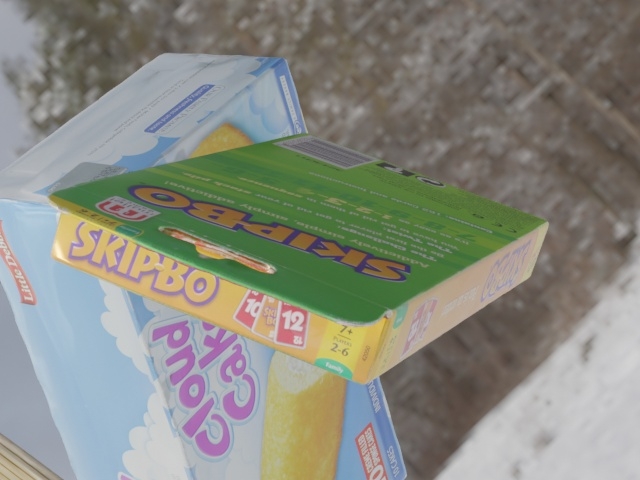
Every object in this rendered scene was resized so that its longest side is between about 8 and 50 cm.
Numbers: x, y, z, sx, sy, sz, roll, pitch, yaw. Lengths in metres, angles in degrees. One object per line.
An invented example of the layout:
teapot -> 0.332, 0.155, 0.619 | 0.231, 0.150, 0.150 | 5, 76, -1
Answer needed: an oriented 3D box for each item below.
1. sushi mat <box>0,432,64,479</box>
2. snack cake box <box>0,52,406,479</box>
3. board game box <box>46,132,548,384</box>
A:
sushi mat -> -0.317, 0.147, 1.257 | 0.151, 0.316, 0.019 | -55, -4, 8
snack cake box -> -0.059, 0.055, 0.941 | 0.089, 0.264, 0.152 | 6, 35, 36
board game box -> 0.000, 0.000, 0.719 | 0.259, 0.124, 0.039 | -16, -55, -70
